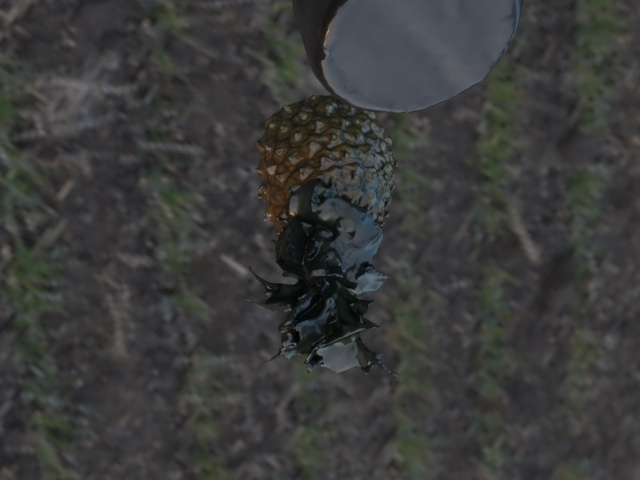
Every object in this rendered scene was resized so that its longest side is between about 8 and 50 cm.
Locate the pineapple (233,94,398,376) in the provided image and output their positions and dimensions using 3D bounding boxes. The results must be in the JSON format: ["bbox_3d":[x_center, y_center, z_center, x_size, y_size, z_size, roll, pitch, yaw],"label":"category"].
[{"bbox_3d":[0.000,0.000,1.392,0.125,0.251,0.125,-1,134,-1],"label":"pineapple"}]

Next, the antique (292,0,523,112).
[{"bbox_3d":[0.067,-0.232,0.584,0.322,0.255,0.185,-34,139,14],"label":"antique"}]
